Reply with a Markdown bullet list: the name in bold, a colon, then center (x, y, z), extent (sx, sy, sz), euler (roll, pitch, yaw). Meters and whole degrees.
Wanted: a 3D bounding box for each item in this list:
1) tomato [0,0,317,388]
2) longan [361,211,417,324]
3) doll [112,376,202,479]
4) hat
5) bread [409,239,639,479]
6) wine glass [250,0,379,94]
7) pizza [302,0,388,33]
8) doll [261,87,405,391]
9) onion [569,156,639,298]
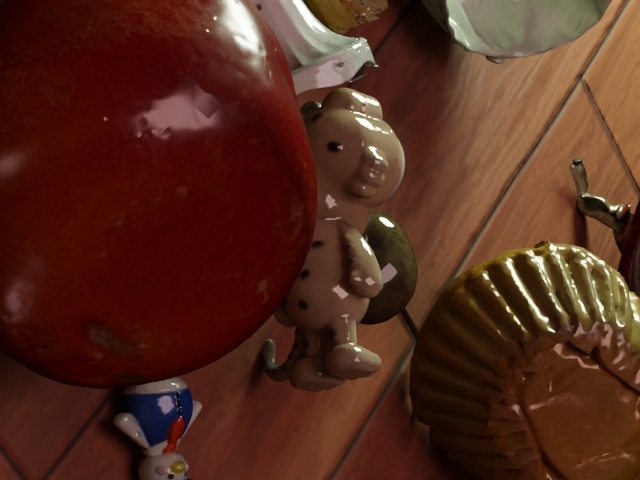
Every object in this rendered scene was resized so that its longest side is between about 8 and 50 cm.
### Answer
- **tomato**: center (-0.153, -0.058, 1.501), extent (0.293, 0.289, 0.325), euler (-105, 173, -51)
- **longan**: center (0.047, 0.026, 1.897), extent (0.113, 0.092, 0.113), euler (6, 90, -68)
- **doll**: center (-0.137, 0.165, 1.671), extent (0.098, 0.057, 0.143), euler (-4, 90, -49)
- **hat**: center (0.176, -0.352, 2.141), extent (0.257, 0.168, 0.301), euler (5, 53, -35)
- **bread**: center (0.227, 0.141, 1.987), extent (0.274, 0.149, 0.274), euler (-4, 106, -13)
- **wine glass**: center (-0.060, -0.209, 1.780), extent (0.165, 0.165, 0.196), euler (-37, 103, -49)
- **pizza**: center (0.041, -0.294, 1.991), extent (0.226, 0.069, 0.147), euler (-26, 100, -51)
- **doll**: center (0.002, 0.000, 1.801), extent (0.119, 0.154, 0.278), euler (18, 69, -43)
- **onion**: center (0.449, 0.048, 2.315), extent (0.256, 0.272, 0.230), euler (-2, 109, -46)
